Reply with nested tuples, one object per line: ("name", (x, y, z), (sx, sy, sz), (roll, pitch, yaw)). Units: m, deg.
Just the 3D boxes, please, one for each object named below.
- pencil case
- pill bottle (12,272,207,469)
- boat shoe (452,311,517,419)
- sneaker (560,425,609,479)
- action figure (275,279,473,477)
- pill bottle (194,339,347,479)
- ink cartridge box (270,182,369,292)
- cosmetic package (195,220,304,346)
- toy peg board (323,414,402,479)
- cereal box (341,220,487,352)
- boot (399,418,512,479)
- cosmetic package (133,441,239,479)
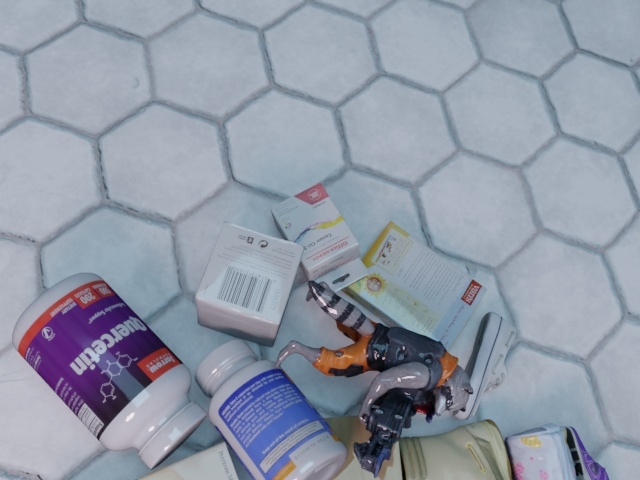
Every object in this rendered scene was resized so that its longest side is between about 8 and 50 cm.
("pencil case", (0.411, 0.467, 1.205), (0.113, 0.124, 0.273), (-6, 69, -12))
("pill bottle", (-0.344, 0.219, 1.144), (0.323, 0.181, 0.181), (43, 68, 8))
("boat shoe", (0.321, 0.243, 1.299), (0.075, 0.083, 0.226), (25, 66, 2))
("sneaker", (0.493, 0.425, 1.278), (0.071, 0.068, 0.170), (-18, 81, -32))
("action figure", (0.099, 0.213, 1.146), (0.330, 0.179, 0.341), (22, 25, 4))
("pill bottle", (-0.093, 0.300, 1.154), (0.152, 0.152, 0.272), (-33, 61, -19))
("ink cartridge box", (0.000, 0.000, 1.324), (0.115, 0.067, 0.198), (-28, 65, -9))
("cosmetic package", (-0.128, 0.084, 1.232), (0.151, 0.184, 0.152), (18, 68, -2))
("toy peg board", (0.062, 0.397, 1.211), (0.160, 0.079, 0.161), (-6, 69, 5))
("cereal box", (0.185, 0.097, 1.353), (0.240, 0.047, 0.173), (37, 68, 5))
("boot", (0.242, 0.459, 1.195), (0.203, 0.095, 0.262), (-6, 68, -12))
("cosmetic package", (-0.271, 0.462, 1.100), (0.309, 0.113, 0.160), (-21, 74, -16))
